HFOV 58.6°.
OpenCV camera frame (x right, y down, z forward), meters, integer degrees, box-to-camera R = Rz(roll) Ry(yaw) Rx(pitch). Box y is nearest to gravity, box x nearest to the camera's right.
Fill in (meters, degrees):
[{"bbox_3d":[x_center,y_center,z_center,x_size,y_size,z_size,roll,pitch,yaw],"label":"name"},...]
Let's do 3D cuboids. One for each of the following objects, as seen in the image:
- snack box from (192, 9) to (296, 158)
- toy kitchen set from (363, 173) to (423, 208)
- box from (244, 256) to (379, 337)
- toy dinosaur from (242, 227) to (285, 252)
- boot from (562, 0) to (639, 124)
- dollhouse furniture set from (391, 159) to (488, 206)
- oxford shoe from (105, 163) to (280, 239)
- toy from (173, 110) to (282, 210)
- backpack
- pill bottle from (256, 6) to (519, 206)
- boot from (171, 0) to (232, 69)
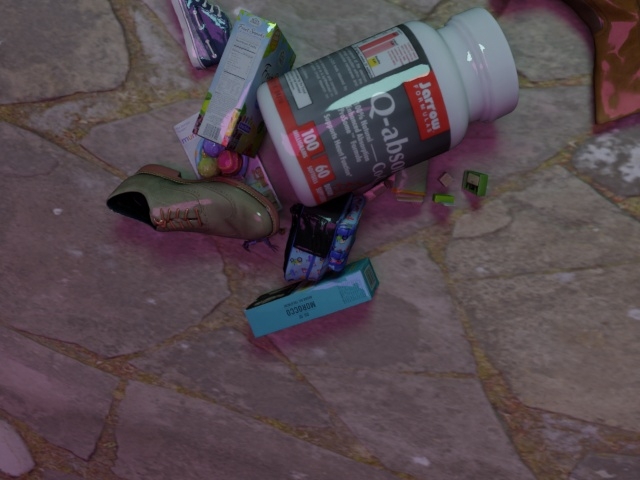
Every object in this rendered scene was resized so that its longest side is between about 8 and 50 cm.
[{"bbox_3d":[-0.122,-0.252,0.961,0.070,0.174,0.207,22,96,7],"label":"snack box"},{"bbox_3d":[0.128,-0.075,1.022,0.083,0.068,0.075,-32,95,19],"label":"toy kitchen set"},{"bbox_3d":[-0.016,0.108,1.089,0.244,0.100,0.060,-20,97,17],"label":"box"},{"bbox_3d":[-0.113,-0.009,1.106,0.082,0.047,0.090,-41,98,-12],"label":"toy dinosaur"},{"bbox_3d":[0.423,-0.324,0.895,0.264,0.096,0.281,-13,108,9],"label":"boot"},{"bbox_3d":[0.202,-0.098,0.973,0.151,0.058,0.076,2,105,-13],"label":"dollhouse furniture set"},{"bbox_3d":[-0.239,-0.047,1.048,0.348,0.130,0.123,11,125,27],"label":"oxford shoe"},{"bbox_3d":[-0.186,-0.138,1.090,0.136,0.056,0.237,-24,97,18],"label":"toy"},{"bbox_3d":[0.000,0.000,1.028,0.116,0.158,0.173,19,118,5],"label":"backpack"},{"bbox_3d":[0.101,-0.212,0.893,0.362,0.210,0.210,-23,98,3],"label":"pill bottle"},{"bbox_3d":[-0.211,-0.412,1.027,0.086,0.069,0.190,-12,109,9],"label":"boot"}]
